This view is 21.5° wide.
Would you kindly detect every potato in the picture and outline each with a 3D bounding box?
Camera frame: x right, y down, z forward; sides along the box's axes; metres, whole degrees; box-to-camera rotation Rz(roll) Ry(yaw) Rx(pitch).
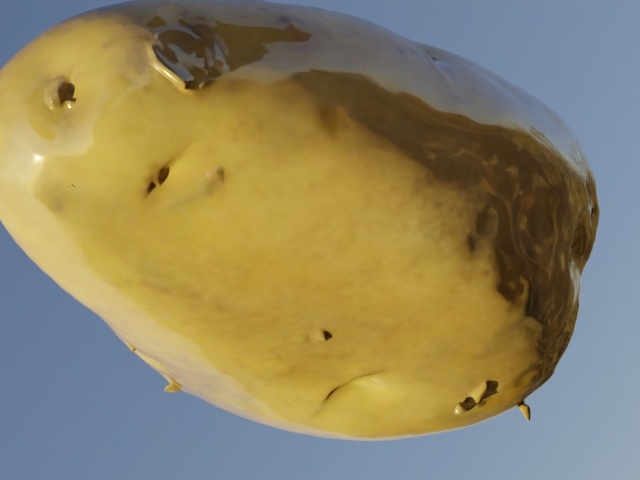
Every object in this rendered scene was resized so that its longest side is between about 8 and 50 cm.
[{"bbox_3d":[0.004,-0.002,0.544,0.161,0.128,0.235,-21,-32,16],"label":"potato"}]
